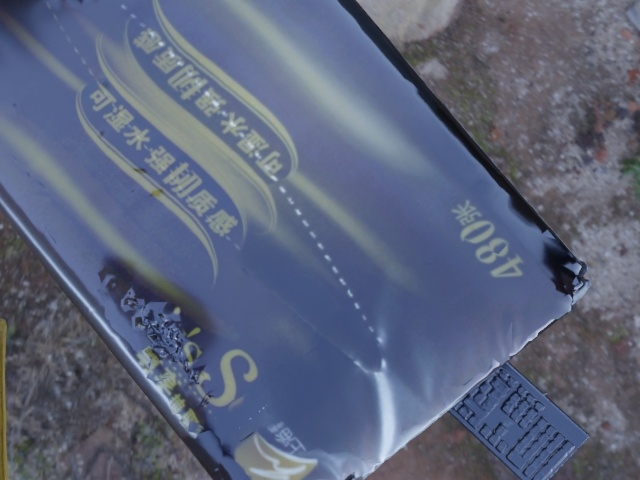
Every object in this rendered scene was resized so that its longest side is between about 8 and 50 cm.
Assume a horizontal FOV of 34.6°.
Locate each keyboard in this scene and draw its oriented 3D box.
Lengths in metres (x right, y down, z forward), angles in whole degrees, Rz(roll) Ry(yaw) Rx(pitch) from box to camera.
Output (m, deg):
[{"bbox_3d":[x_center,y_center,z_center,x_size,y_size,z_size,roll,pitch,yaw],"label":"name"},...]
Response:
[{"bbox_3d":[0.119,0.109,0.831,0.202,0.011,0.067,43,99,13],"label":"keyboard"}]

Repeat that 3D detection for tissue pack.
[{"bbox_3d":[-0.056,-0.056,0.562,0.210,0.198,0.370,-41,86,6],"label":"tissue pack"}]

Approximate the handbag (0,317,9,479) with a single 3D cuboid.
[{"bbox_3d":[-0.538,0.272,1.342,0.283,0.401,0.133,-30,135,9],"label":"handbag"}]
